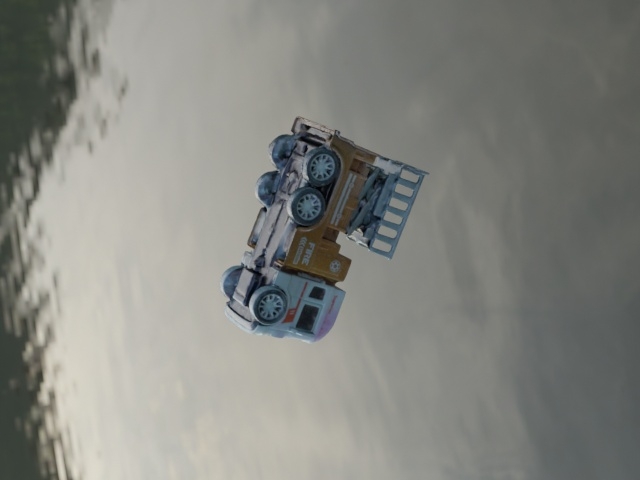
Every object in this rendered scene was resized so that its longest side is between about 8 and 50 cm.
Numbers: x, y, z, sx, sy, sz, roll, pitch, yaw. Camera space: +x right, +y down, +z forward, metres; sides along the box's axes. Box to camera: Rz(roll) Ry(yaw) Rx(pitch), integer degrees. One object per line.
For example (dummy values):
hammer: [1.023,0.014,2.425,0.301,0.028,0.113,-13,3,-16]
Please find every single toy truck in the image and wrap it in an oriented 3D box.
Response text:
toy truck: [-0.001,0.000,1.124,0.080,0.115,0.177,29,98,60]
